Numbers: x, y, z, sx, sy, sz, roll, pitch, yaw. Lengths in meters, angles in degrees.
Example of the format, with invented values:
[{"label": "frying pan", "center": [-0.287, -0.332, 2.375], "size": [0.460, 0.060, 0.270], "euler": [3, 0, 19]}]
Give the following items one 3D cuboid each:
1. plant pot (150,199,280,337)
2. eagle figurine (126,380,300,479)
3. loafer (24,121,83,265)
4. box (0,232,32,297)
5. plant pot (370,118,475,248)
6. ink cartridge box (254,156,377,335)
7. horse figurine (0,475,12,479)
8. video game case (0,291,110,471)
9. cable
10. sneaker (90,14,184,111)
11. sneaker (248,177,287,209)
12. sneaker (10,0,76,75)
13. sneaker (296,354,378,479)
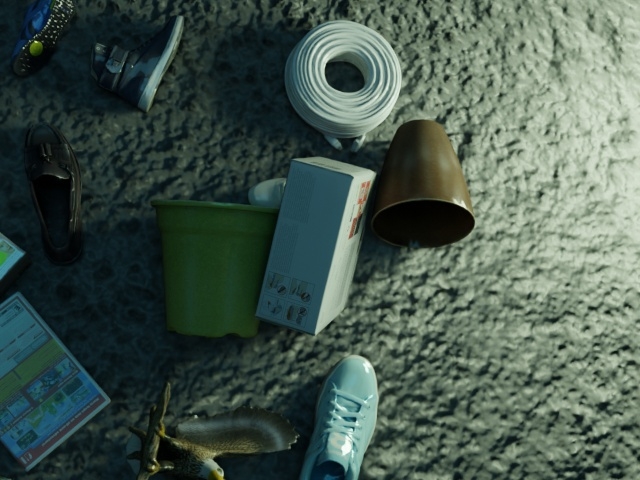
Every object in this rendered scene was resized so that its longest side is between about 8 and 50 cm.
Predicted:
[{"label": "plant pot", "center": [-0.203, 0.058, 1.736], "size": [0.275, 0.276, 0.254], "euler": [4, 89, -9]}, {"label": "eagle figurine", "center": [-0.214, 0.429, 1.699], "size": [0.298, 0.225, 0.226], "euler": [22, 118, -34]}, {"label": "loafer", "center": [-0.534, -0.104, 1.779], "size": [0.109, 0.095, 0.303], "euler": [-11, 80, -12]}, {"label": "box", "center": [-0.684, 0.013, 1.723], "size": [0.203, 0.103, 0.114], "euler": [39, 74, 0]}, {"label": "plant pot", "center": [0.213, -0.133, 1.878], "size": [0.215, 0.215, 0.231], "euler": [5, 63, -9]}, {"label": "ink cartridge box", "center": [0.000, 0.000, 1.740], "size": [0.130, 0.272, 0.310], "euler": [16, 100, 12]}, {"label": "horse figurine", "center": [-0.565, 0.563, 1.647], "size": [0.174, 0.066, 0.263], "euler": [21, 73, 1]}, {"label": "video game case", "center": [-0.577, 0.270, 1.714], "size": [0.204, 0.025, 0.285], "euler": [-40, 90, -19]}, {"label": "cable", "center": [0.048, -0.355, 1.939], "size": [0.257, 0.089, 0.257], "euler": [38, 75, 0]}, {"label": "sneaker", "center": [-0.394, -0.407, 1.874], "size": [0.163, 0.086, 0.226], "euler": [25, 76, -7]}, {"label": "sneaker", "center": [-0.035, -0.097, 1.868], "size": [0.234, 0.095, 0.090], "euler": [2, 79, -8]}, {"label": "sneaker", "center": [-0.598, -0.443, 1.866], "size": [0.082, 0.069, 0.209], "euler": [25, 82, 30]}, {"label": "sneaker", "center": [0.042, 0.401, 1.744], "size": [0.135, 0.150, 0.366], "euler": [17, 76, -7]}]
